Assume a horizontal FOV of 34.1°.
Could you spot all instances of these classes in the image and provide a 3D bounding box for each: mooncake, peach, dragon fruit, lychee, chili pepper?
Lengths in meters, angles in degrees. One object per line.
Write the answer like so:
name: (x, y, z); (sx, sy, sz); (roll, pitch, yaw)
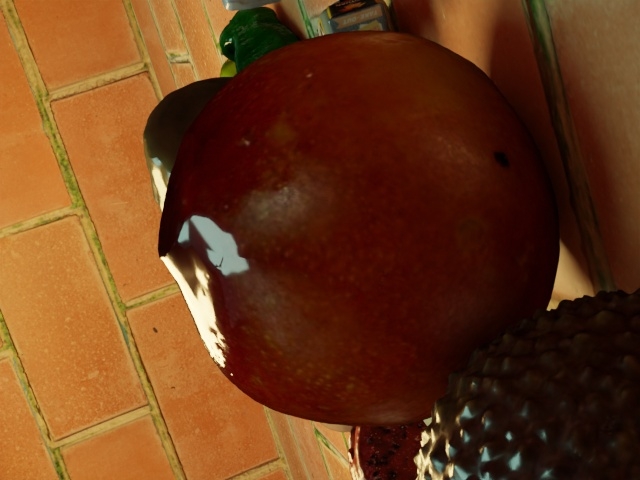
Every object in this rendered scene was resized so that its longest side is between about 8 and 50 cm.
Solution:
mooncake: (-0.128, -0.122, 1.637); (0.161, 0.290, 0.290); (88, 157, -44)
peach: (0.031, -0.008, 0.966); (0.388, 0.388, 0.388); (159, 90, -76)
dragon fruit: (0.126, 0.401, 1.697); (0.205, 0.152, 0.317); (92, 154, -61)
lychee: (0.212, 0.182, 0.799); (0.304, 0.275, 0.276); (-60, 35, 15)
chili pepper: (-0.083, -0.271, 1.593); (0.099, 0.136, 0.270); (23, -152, -38)

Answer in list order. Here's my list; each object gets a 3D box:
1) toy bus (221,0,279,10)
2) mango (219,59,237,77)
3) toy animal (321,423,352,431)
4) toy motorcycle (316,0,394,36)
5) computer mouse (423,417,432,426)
toy bus: (-0.154, -0.501, 1.572); (0.330, 0.109, 0.136); (62, 154, 27)
mango: (-0.131, -0.269, 1.869); (0.163, 0.089, 0.117); (-113, -1, -70)
toy animal: (0.033, 0.241, 1.858); (0.165, 0.149, 0.248); (31, 153, 46)
toy motorcycle: (0.065, -0.158, 1.196); (0.157, 0.091, 0.263); (-99, -9, -61)
computer mouse: (0.169, 0.256, 1.566); (0.110, 0.032, 0.056); (54, 164, 16)
